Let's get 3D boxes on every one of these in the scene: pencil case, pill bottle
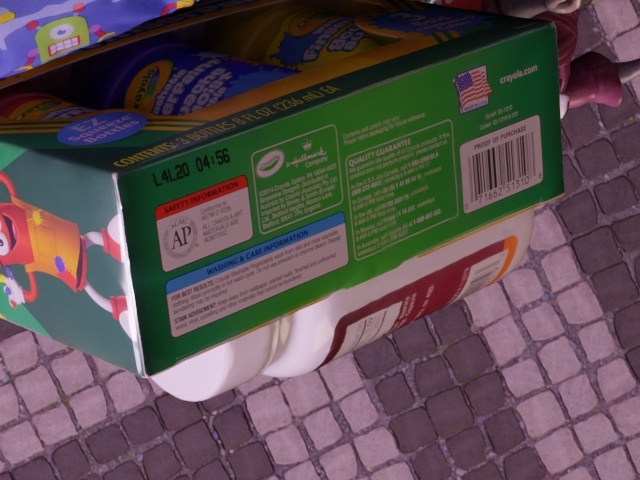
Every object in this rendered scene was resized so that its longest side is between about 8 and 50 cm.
[{"bbox_3d":[-0.231,-0.160,1.288,0.306,0.119,0.133,-25,153,-7],"label":"pencil case"},{"bbox_3d":[0.000,0.000,1.833,0.392,0.224,0.224,-23,176,-36],"label":"pill bottle"}]

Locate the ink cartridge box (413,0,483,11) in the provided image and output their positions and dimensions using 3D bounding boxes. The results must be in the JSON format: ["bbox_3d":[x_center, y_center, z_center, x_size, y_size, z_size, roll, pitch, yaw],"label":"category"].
[{"bbox_3d":[0.159,-0.295,2.337,0.309,0.130,0.272,-26,176,-5],"label":"ink cartridge box"}]

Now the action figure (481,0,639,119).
[{"bbox_3d":[0.191,-0.230,1.820,0.276,0.370,0.248,-6,153,36],"label":"action figure"}]

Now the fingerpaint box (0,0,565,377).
[{"bbox_3d":[-0.088,-0.080,1.523,0.445,0.163,0.371,-22,-154,-36],"label":"fingerpaint box"}]

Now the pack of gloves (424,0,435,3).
[{"bbox_3d":[0.167,-0.323,2.132,0.232,0.046,0.195,-26,-164,2],"label":"pack of gloves"}]
